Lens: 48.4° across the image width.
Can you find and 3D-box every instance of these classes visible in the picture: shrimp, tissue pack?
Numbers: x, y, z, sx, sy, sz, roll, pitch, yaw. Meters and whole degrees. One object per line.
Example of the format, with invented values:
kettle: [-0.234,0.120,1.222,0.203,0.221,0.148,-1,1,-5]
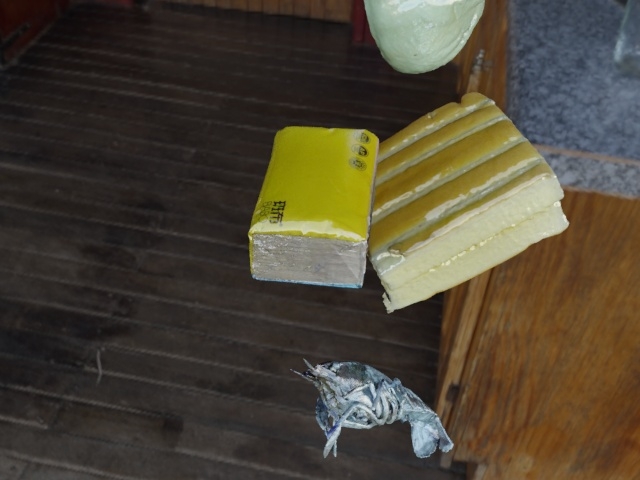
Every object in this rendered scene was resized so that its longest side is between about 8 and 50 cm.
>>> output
shrimp: [0.098,0.314,1.326,0.410,0.221,0.166,20,53,-46]
tissue pack: [-0.003,-0.040,0.751,0.120,0.082,0.169,5,46,7]

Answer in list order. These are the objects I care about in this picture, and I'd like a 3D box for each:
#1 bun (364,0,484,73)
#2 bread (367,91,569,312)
bun: [0.118,-0.276,0.763,0.118,0.195,0.195,-6,41,19]
bread: [0.150,-0.057,0.915,0.246,0.111,0.239,-29,37,8]
